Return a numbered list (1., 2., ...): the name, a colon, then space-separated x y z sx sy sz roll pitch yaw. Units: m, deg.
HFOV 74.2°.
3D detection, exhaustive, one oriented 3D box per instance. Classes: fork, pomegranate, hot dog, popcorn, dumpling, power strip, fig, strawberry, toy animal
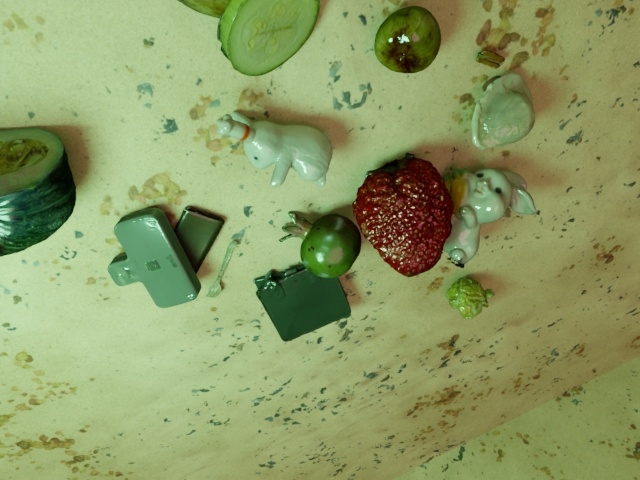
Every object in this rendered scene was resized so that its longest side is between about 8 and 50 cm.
1. fork: -0.280 0.090 1.209 0.034 0.028 0.220 18 118 -24
2. pomegranate: 0.000 0.000 1.151 0.224 0.181 0.182 31 113 -10
3. hot dog: 0.415 -0.448 1.040 0.083 0.021 0.037 10 142 -27
4. popcorn: 0.514 0.196 1.470 0.162 0.141 0.136 6 137 27
5. dumpling: 0.466 -0.332 1.081 0.215 0.126 0.167 -26 113 6
6. power strip: -0.445 0.058 1.089 0.193 0.059 0.265 -16 117 5
7. fig: 0.192 -0.431 0.917 0.152 0.121 0.136 -4 167 -37
8. strawberry: 0.227 -0.069 1.109 0.260 0.258 0.261 -12 134 -12
9. toy animal: -0.112 -0.209 0.980 0.282 0.140 0.138 5 115 -24
10. toy animal: 0.449 -0.085 1.222 0.247 0.183 0.310 24 110 -36

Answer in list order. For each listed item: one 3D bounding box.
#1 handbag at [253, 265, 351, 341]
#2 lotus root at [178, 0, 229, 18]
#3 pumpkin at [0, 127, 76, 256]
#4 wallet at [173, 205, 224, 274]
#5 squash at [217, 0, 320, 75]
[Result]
1. handbag: -0.051 0.177 1.314 0.247 0.079 0.260 -22 126 -3
2. lotus root: -0.200 -0.479 0.765 0.213 0.138 0.139 -1 126 -3
3. pumpkin: -0.642 -0.070 0.836 0.292 0.263 0.197 -7 133 -11
4. wallet: -0.345 0.006 1.126 0.110 0.031 0.198 20 117 -28
5. squash: -0.093 -0.414 0.813 0.219 0.041 0.219 -33 169 -7
